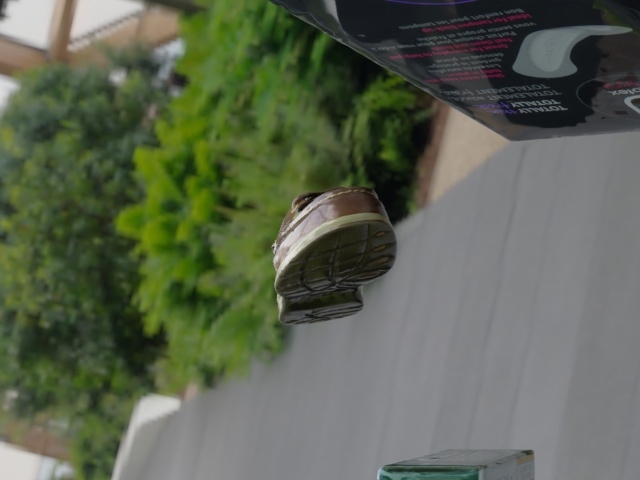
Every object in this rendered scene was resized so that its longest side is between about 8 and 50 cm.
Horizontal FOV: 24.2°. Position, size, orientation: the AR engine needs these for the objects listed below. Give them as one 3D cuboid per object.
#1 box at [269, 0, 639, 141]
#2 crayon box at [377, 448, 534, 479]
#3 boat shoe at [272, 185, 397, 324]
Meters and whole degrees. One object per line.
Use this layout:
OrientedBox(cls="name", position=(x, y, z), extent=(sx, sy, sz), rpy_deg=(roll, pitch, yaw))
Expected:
OrientedBox(cls="box", position=(0.090, -0.160, 0.714), extent=(0.165, 0.270, 0.143), rpy_deg=(-1, 73, 43))
OrientedBox(cls="crayon box", position=(0.107, 0.324, 1.121), extent=(0.203, 0.083, 0.323), rpy_deg=(15, -106, -71))
OrientedBox(cls="boat shoe", position=(0.000, 0.000, 0.830), extent=(0.178, 0.064, 0.060), rpy_deg=(112, 149, -73))
